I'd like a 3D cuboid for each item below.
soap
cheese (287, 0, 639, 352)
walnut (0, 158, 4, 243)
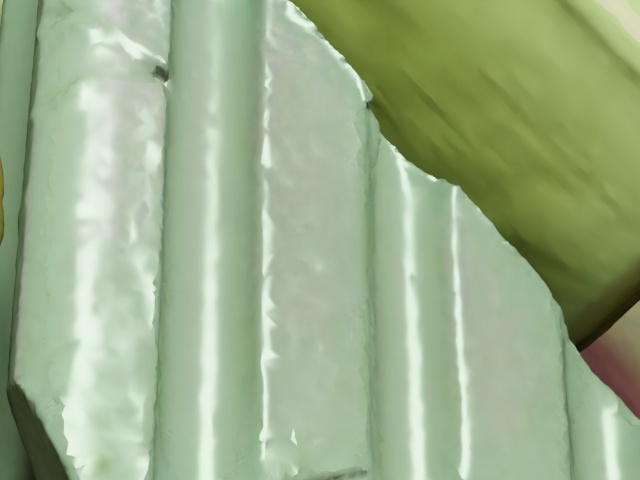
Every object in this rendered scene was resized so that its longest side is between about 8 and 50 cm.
[{"bbox_3d":[0.000,0.000,0.762,0.257,0.159,0.302,8,61,-16],"label":"soap"},{"bbox_3d":[0.048,-0.084,0.777,0.124,0.242,0.265,-37,81,-34],"label":"cheese"},{"bbox_3d":[-0.206,-0.002,0.666,0.213,0.213,0.213,10,59,-17],"label":"walnut"}]
